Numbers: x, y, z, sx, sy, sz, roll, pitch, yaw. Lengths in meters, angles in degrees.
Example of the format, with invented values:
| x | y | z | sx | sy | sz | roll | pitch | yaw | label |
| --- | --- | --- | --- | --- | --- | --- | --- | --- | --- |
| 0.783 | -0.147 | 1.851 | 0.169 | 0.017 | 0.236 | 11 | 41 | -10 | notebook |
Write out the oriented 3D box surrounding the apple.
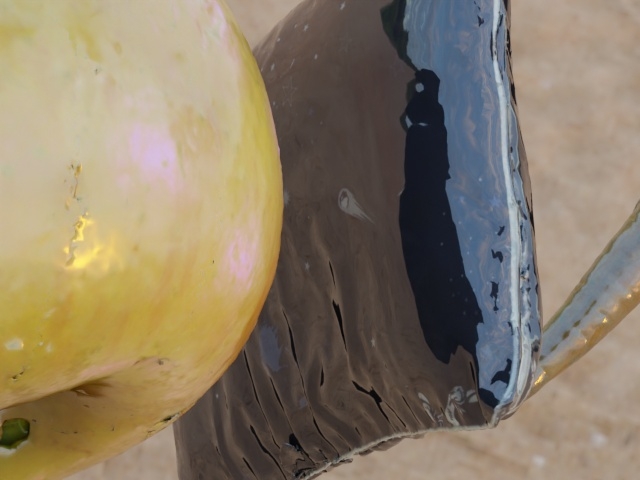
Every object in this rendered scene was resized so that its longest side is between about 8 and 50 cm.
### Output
| x | y | z | sx | sy | sz | roll | pitch | yaw | label |
| --- | --- | --- | --- | --- | --- | --- | --- | --- | --- |
| -0.079 | -0.015 | 0.397 | 0.147 | 0.146 | 0.146 | 12 | 29 | -7 | apple |

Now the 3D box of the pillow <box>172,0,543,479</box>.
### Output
| x | y | z | sx | sy | sz | roll | pitch | yaw | label |
| --- | --- | --- | --- | --- | --- | --- | --- | --- | --- |
| 0.000 | 0.000 | 0.528 | 0.055 | 0.208 | 0.141 | 5 | 72 | -24 | pillow |

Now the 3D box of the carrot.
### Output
| x | y | z | sx | sy | sz | roll | pitch | yaw | label |
| --- | --- | --- | --- | --- | --- | --- | --- | --- | --- |
| 0.160 | -0.022 | 0.807 | 0.049 | 0.254 | 0.049 | 44 | -7 | 7 | carrot |
